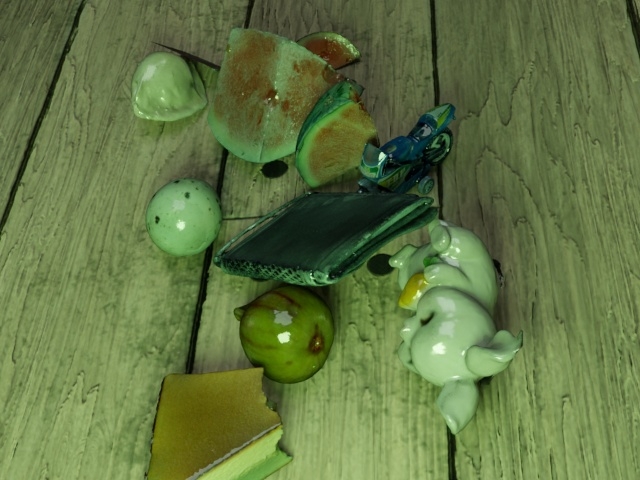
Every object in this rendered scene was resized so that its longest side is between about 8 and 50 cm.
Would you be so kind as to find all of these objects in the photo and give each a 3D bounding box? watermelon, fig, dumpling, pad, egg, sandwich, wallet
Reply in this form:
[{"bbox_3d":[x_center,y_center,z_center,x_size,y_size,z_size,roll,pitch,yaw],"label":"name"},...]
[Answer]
[{"bbox_3d":[0.007,-0.184,1.797,0.146,0.231,0.128,-33,59,-5],"label":"watermelon"},{"bbox_3d":[-0.010,-0.387,2.087,0.163,0.069,0.087,-20,46,-6],"label":"watermelon"},{"bbox_3d":[-0.069,0.126,1.558,0.186,0.142,0.148,20,52,26],"label":"fig"},{"bbox_3d":[-0.295,-0.297,2.037,0.155,0.111,0.181,19,73,-11],"label":"dumpling"},{"bbox_3d":[-0.090,-0.278,1.909,0.213,0.201,0.261,26,60,41],"label":"watermelon"},{"bbox_3d":[-0.247,-0.366,2.104,0.188,0.006,0.113,27,13,30],"label":"pad"},{"bbox_3d":[-0.227,-0.043,1.769,0.131,0.131,0.164,8,26,17],"label":"egg"},{"bbox_3d":[-0.137,0.292,1.436,0.186,0.108,0.220,-4,44,7],"label":"sandwich"},{"bbox_3d":[0.000,0.000,1.636,0.237,0.075,0.342,-33,21,-28],"label":"wallet"}]

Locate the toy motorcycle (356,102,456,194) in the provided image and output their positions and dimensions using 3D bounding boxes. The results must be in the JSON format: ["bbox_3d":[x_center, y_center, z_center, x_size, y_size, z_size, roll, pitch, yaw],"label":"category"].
[{"bbox_3d":[0.141,-0.142,1.780,0.254,0.135,0.092,-37,51,-23],"label":"toy motorcycle"}]

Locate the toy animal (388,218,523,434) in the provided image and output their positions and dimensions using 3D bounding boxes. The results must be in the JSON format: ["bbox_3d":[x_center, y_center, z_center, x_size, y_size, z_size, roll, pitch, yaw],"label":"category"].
[{"bbox_3d":[0.194,0.113,1.486,0.154,0.208,0.325,18,25,-28],"label":"toy animal"}]
